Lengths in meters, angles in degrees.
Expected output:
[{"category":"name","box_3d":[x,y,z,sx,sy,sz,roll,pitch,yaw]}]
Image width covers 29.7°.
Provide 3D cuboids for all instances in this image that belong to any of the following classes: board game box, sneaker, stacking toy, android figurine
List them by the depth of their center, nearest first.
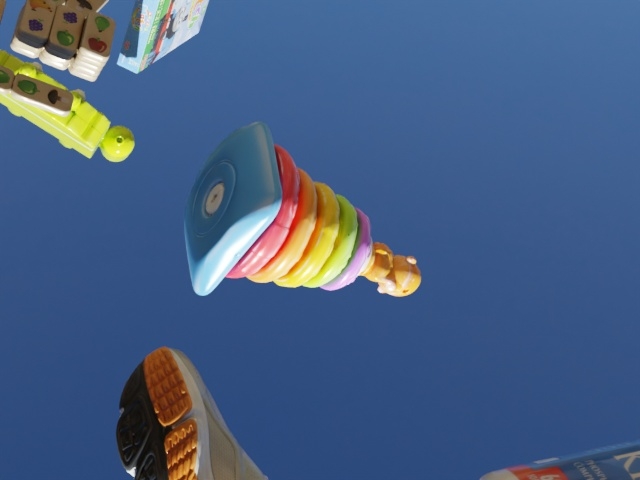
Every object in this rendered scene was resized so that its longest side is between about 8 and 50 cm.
[{"category":"sneaker","box_3d":[-0.095,0.220,1.092,0.121,0.099,0.262,10,-128,-54]},{"category":"stacking toy","box_3d":[0.000,0.000,1.428,0.302,0.175,0.165,22,-144,-29]},{"category":"android figurine","box_3d":[-0.354,-0.178,1.564,0.248,0.056,0.273,33,171,-8]},{"category":"board game box","box_3d":[-0.209,-0.345,1.726,0.039,0.160,0.211,27,-149,6]}]

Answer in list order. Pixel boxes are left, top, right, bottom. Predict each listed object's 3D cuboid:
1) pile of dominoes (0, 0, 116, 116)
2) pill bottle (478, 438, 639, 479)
[{"category":"pile of dominoes","box_3d":[-0.322,-0.235,1.156,0.251,0.040,0.196,20,-132,-21]},{"category":"pill bottle","box_3d":[0.205,0.167,0.667,0.222,0.124,0.124,-11,-146,-12]}]
